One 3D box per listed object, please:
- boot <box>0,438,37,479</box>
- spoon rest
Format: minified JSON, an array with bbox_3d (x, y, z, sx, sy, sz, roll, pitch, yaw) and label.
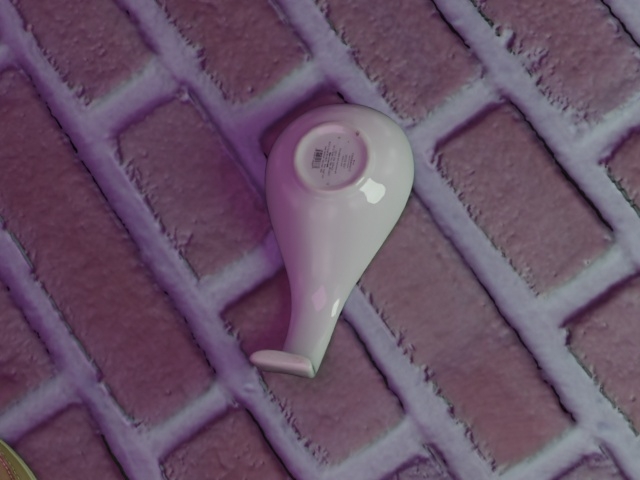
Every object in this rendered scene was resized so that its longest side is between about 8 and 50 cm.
[{"bbox_3d":[-0.288,0.251,1.588,0.077,0.165,0.213,-28,74,4],"label":"boot"},{"bbox_3d":[0.000,0.000,1.643,0.137,0.084,0.276,9,66,13],"label":"spoon rest"}]
